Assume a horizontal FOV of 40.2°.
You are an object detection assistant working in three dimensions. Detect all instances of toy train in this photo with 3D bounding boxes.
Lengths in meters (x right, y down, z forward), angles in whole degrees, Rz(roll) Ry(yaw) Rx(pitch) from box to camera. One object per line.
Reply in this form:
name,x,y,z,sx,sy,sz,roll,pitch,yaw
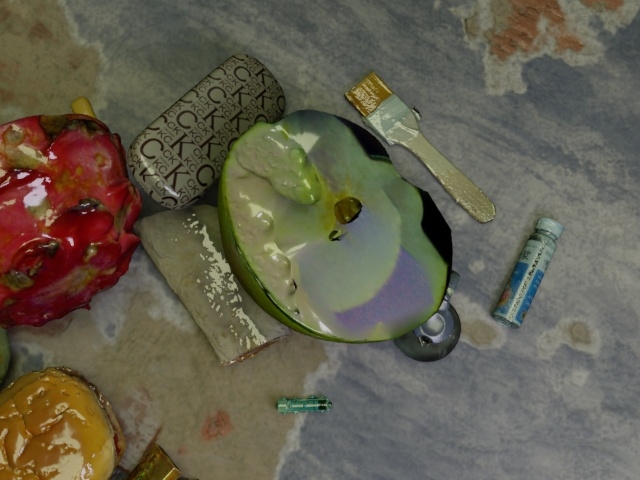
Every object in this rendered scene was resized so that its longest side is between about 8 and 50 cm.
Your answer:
toy train,-0.027,0.266,1.413,0.092,0.045,0.029,-2,80,2

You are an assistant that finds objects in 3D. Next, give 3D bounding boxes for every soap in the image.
soap,-0.407,-0.211,1.527,0.034,0.012,0.089,-27,79,-6

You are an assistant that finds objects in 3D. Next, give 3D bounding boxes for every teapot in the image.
teapot,0.190,0.128,1.411,0.149,0.108,0.111,-36,82,-7

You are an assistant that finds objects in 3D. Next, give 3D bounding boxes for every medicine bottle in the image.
medicine bottle,0.348,0.054,1.458,0.051,0.051,0.191,27,78,5

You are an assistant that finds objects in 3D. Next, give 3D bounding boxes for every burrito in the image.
burrito,-0.175,0.058,1.427,0.143,0.105,0.299,-33,82,-3

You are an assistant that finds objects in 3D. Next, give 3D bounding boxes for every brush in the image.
brush,0.179,-0.155,1.517,0.085,0.020,0.336,-41,82,-9

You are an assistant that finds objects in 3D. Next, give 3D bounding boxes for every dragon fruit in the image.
dragon fruit,-0.431,-0.004,1.302,0.386,0.371,0.249,-29,75,-19

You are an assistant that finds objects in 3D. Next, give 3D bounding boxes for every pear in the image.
pear,-0.004,0.003,1.377,0.399,0.165,0.399,14,58,-23

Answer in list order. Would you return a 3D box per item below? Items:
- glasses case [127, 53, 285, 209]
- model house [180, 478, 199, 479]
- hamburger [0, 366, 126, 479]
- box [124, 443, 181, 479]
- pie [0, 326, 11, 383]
glasses case,-0.174,-0.182,1.410,0.137,0.085,0.355,47,47,-11
model house,-0.213,0.418,1.371,0.057,0.058,0.083,-2,78,-1
hamburger,-0.424,0.314,1.339,0.244,0.163,0.244,-1,78,3
box,-0.289,0.400,1.365,0.156,0.089,0.022,-49,124,-8
pie,-0.644,0.177,1.374,0.323,0.070,0.323,6,60,-11
